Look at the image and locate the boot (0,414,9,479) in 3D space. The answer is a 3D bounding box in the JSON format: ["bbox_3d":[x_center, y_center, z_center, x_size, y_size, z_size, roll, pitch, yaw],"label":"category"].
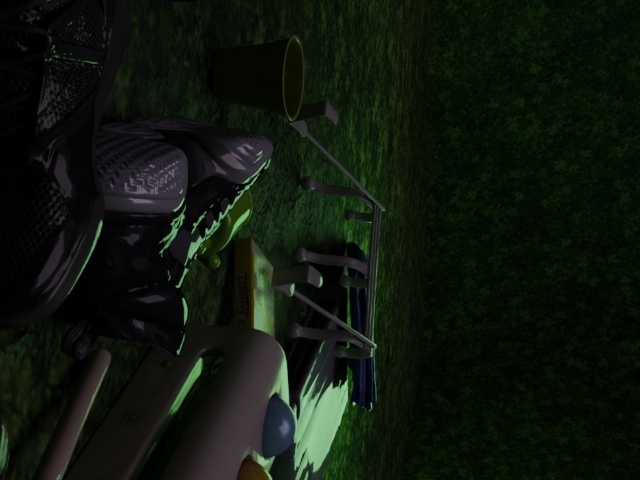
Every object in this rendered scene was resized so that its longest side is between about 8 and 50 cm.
[{"bbox_3d":[-0.197,0.205,0.387,0.179,0.085,0.236,83,23,-49],"label":"boot"}]

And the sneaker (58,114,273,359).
[{"bbox_3d":[-0.116,-0.006,0.636,0.268,0.101,0.153,-35,137,-70],"label":"sneaker"}]

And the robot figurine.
[{"bbox_3d":[-0.100,-0.027,0.775,0.115,0.067,0.101,-57,167,-67],"label":"robot figurine"}]

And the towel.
[{"bbox_3d":[0.059,0.132,1.475,0.336,0.040,0.244,-109,-164,-86],"label":"towel"}]

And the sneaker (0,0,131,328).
[{"bbox_3d":[-0.161,-0.075,0.444,0.130,0.087,0.228,63,31,-64],"label":"sneaker"}]

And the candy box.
[{"bbox_3d":[-0.073,0.111,0.969,0.105,0.027,0.206,58,28,-66],"label":"candy box"}]

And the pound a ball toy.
[{"bbox_3d":[-0.109,0.172,0.655,0.319,0.135,0.208,-65,157,-59],"label":"pound a ball toy"}]

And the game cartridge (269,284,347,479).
[{"bbox_3d":[-0.019,0.243,1.281,0.355,0.068,0.230,-60,156,-63],"label":"game cartridge"}]

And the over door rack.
[{"bbox_3d":[0.000,0.000,1.147,0.324,0.108,0.240,54,37,-61],"label":"over door rack"}]

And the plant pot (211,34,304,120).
[{"bbox_3d":[-0.063,-0.163,0.863,0.083,0.079,0.083,5,90,-77],"label":"plant pot"}]

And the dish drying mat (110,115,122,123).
[{"bbox_3d":[-0.148,-0.067,0.682,0.083,0.008,0.032,53,44,-71],"label":"dish drying mat"}]
